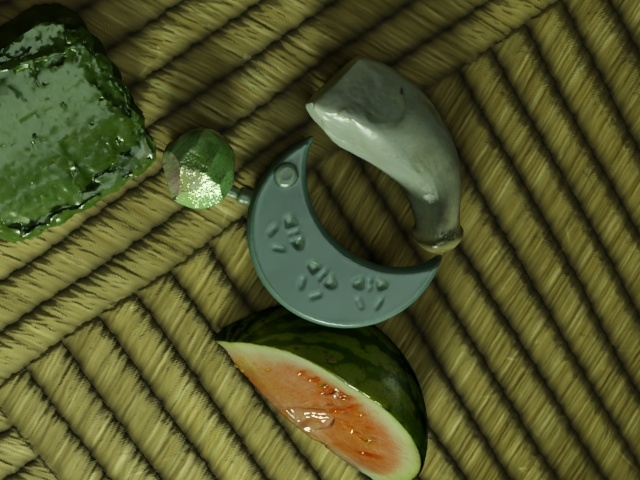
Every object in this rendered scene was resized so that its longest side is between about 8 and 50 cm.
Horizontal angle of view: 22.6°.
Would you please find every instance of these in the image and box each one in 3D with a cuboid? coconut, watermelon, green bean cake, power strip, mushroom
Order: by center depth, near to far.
[{"bbox_3d":[-0.299,-0.121,1.677,0.214,0.113,0.200,-34,113,-5],"label":"green bean cake"},{"bbox_3d":[-0.132,-0.084,1.761,0.083,0.081,0.082,20,134,1],"label":"coconut"},{"bbox_3d":[0.000,0.000,1.806,0.253,0.054,0.167,41,89,-5],"label":"power strip"},{"bbox_3d":[0.096,-0.101,1.812,0.118,0.103,0.270,-43,119,-1],"label":"mushroom"},{"bbox_3d":[0.040,0.157,1.892,0.303,0.159,0.128,42,54,-25],"label":"watermelon"}]
